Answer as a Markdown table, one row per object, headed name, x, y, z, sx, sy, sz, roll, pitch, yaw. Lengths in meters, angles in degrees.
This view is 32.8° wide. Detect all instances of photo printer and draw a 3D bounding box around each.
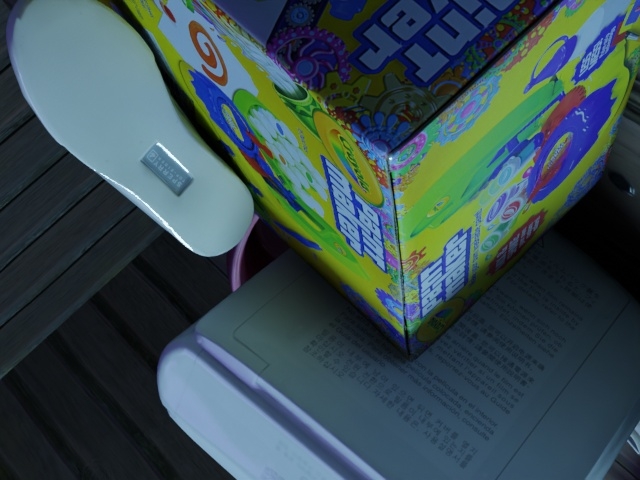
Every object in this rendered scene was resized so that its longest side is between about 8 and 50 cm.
| name | x | y | z | sx | sy | sz | roll | pitch | yaw |
| --- | --- | --- | --- | --- | --- | --- | --- | --- | --- |
| photo printer | 0.082 | 0.079 | 0.726 | 0.256 | 0.307 | 0.107 | 37 | 135 | 13 |

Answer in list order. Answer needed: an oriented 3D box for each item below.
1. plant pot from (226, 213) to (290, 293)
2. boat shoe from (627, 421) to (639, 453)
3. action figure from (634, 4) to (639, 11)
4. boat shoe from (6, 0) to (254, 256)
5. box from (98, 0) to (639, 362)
| name | x | y | z | sx | sy | sz | roll | pitch | yaw |
| --- | --- | --- | --- | --- | --- | --- | --- | --- | --- |
| plant pot | 0.000 | 0.000 | 1.086 | 0.201 | 0.201 | 0.180 | 51 | -175 | -22 |
| boat shoe | 0.267 | 0.135 | 0.853 | 0.206 | 0.075 | 0.065 | 44 | -161 | 13 |
| action figure | 0.146 | -0.104 | 0.427 | 0.030 | 0.038 | 0.115 | 29 | 167 | 23 |
| boat shoe | -0.102 | -0.064 | 0.571 | 0.063 | 0.066 | 0.184 | 33 | 173 | 47 |
| box | 0.005 | -0.122 | 0.566 | 0.279 | 0.177 | 0.290 | 44 | 169 | 18 |
